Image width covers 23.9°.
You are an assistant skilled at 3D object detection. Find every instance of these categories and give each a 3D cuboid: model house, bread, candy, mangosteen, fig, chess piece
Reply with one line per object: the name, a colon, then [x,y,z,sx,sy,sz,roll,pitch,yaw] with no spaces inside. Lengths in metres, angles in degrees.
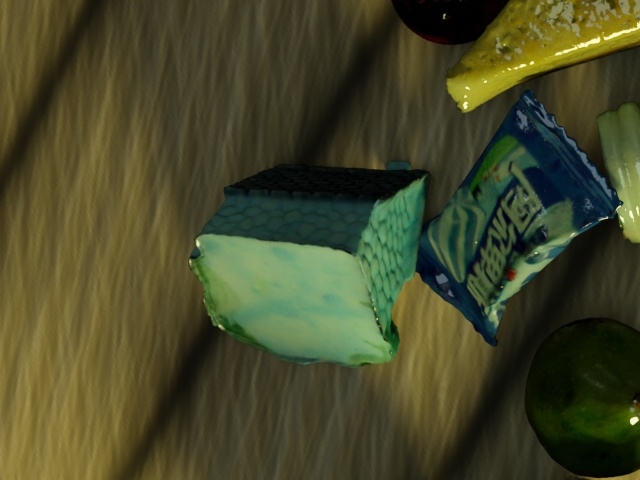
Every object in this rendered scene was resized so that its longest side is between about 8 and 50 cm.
model house: [0.000,0.000,1.947,0.261,0.241,0.226,6,139,27]
bread: [0.291,-0.315,1.786,0.362,0.233,0.244,-17,89,18]
candy: [0.230,-0.018,1.856,0.187,0.077,0.331,49,134,12]
mangosteen: [0.161,-0.337,1.861,0.200,0.200,0.199,1,94,17]
fig: [0.341,0.189,1.808,0.195,0.245,0.195,0,88,1]
chess piece: [0.486,-0.110,1.775,0.298,0.176,0.175,-17,89,17]

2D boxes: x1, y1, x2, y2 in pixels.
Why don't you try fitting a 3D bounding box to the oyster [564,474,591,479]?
oyster: [0.305,0.368,1.830,0.221,0.096,0.361,32,139,15]
